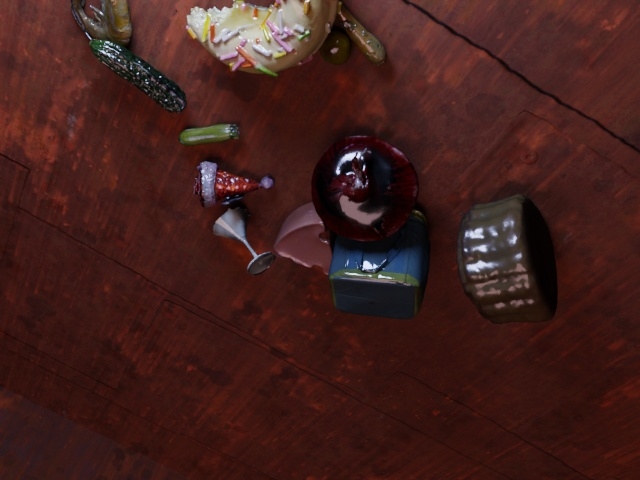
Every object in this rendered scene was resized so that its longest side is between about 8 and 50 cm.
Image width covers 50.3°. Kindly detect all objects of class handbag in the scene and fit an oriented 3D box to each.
[{"bbox_3d":[0.159,0.061,1.828,0.263,0.240,0.222,4,143,16],"label":"handbag"}]

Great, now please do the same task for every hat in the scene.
[{"bbox_3d":[-0.242,-0.154,1.896,0.228,0.128,0.140,-1,174,-3],"label":"hat"}]

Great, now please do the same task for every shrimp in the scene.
[{"bbox_3d":[-0.532,-0.570,1.637,0.173,0.058,0.253,16,138,16],"label":"shrimp"}]

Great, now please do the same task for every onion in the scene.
[{"bbox_3d":[0.101,-0.130,1.676,0.273,0.285,0.272,0,90,11],"label":"onion"}]

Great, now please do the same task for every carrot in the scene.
[{"bbox_3d":[0.062,-0.490,1.521,0.049,0.049,0.254,-31,112,37],"label":"carrot"}]

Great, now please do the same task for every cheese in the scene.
[{"bbox_3d":[-0.009,-0.021,1.905,0.203,0.128,0.177,24,134,-2],"label":"cheese"}]

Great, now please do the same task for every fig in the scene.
[{"bbox_3d":[0.037,-0.435,1.557,0.074,0.073,0.088,-4,151,21],"label":"fig"}]

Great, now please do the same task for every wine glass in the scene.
[{"bbox_3d":[-0.215,0.006,1.944,0.183,0.122,0.122,52,142,28],"label":"wine glass"}]

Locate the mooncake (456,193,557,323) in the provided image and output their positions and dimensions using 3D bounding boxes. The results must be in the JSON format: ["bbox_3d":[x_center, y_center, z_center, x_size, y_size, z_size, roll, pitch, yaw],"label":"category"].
[{"bbox_3d":[0.462,0.052,1.690,0.187,0.323,0.324,-13,125,28],"label":"mooncake"}]

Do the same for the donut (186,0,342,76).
[{"bbox_3d":[-0.122,-0.512,1.470,0.307,0.150,0.371,34,132,-4],"label":"donut"}]

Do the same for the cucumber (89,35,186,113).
[{"bbox_3d":[-0.452,-0.416,1.704,0.077,0.077,0.265,-29,129,36],"label":"cucumber"}]

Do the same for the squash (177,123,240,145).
[{"bbox_3d":[-0.297,-0.282,1.818,0.184,0.052,0.052,-5,129,21],"label":"squash"}]
